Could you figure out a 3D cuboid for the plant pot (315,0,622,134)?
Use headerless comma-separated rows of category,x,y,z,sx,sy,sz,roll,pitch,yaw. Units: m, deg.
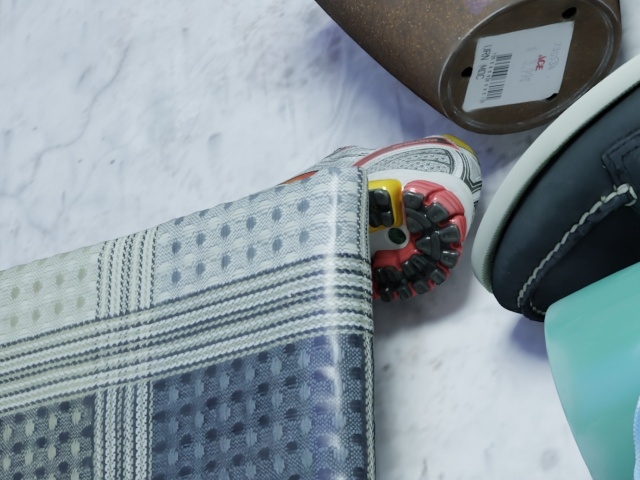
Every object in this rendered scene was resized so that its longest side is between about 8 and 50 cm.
plant pot,0.076,-0.177,1.132,0.215,0.215,0.230,-34,52,15

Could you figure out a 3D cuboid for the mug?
mug,0.168,0.057,0.855,0.097,0.129,0.157,-26,40,19

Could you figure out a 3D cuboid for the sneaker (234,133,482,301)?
sneaker,0.000,0.000,1.128,0.225,0.088,0.092,-14,26,35

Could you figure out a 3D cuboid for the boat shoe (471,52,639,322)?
boat shoe,0.206,-0.041,0.907,0.340,0.127,0.113,-41,61,30

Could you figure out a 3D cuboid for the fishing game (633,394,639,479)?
fishing game,0.195,0.067,0.715,0.264,0.041,0.189,-52,46,-5

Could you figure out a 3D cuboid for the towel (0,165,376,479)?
towel,-0.103,0.140,1.054,0.324,0.056,0.312,-15,65,33
